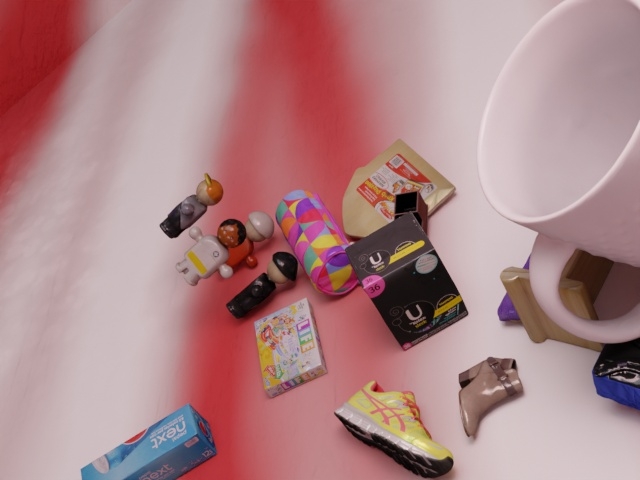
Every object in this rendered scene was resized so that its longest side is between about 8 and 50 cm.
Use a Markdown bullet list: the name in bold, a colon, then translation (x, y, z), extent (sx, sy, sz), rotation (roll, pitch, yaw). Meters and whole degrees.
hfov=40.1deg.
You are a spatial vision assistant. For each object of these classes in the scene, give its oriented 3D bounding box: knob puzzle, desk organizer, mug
- **knob puzzle**: translation (0.123, -0.071, 1.574), extent (0.213, 0.030, 0.213), rotation (-13, 55, 19)
- **desk organizer**: translation (0.150, -0.016, 1.471), extent (0.047, 0.050, 0.130), rotation (-9, 56, 22)
- **mug**: translation (0.379, -0.057, 1.035), extent (0.374, 0.328, 0.276), rotation (-68, 26, 6)

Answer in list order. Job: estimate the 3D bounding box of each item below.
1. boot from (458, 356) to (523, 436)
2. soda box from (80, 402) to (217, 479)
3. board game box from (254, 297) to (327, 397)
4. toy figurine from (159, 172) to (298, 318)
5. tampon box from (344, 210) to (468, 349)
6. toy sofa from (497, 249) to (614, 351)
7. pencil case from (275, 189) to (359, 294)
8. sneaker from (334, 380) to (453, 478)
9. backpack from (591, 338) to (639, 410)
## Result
- **boot**: translation (0.237, 0.211, 1.214), extent (0.087, 0.042, 0.118), rotation (-16, 43, 17)
- **soda box**: translation (-0.275, 0.352, 1.398), extent (0.210, 0.067, 0.071), rotation (-31, 40, 2)
- **board game box**: translation (-0.051, 0.176, 1.454), extent (0.103, 0.026, 0.154), rotation (-26, 40, 9)
- **toy figurine**: translation (-0.159, 0.007, 1.552), extent (0.148, 0.209, 0.213), rotation (-40, 40, 9)
- **tampon box**: translation (0.133, 0.062, 1.338), extent (0.120, 0.161, 0.101), rotation (-31, 40, 5)
- **toy sofa**: translation (0.383, -0.033, 1.274), extent (0.177, 0.150, 0.362), rotation (14, 59, 40)
- **pencil case**: translation (0.000, 0.000, 1.539), extent (0.104, 0.104, 0.236), rotation (-35, 39, -1)
- **sneaker**: translation (0.112, 0.253, 1.226), extent (0.094, 0.081, 0.208), rotation (-47, 41, -18)
- **backpack**: translation (0.416, 0.168, 1.089), extent (0.120, 0.101, 0.098), rotation (14, 61, 38)
